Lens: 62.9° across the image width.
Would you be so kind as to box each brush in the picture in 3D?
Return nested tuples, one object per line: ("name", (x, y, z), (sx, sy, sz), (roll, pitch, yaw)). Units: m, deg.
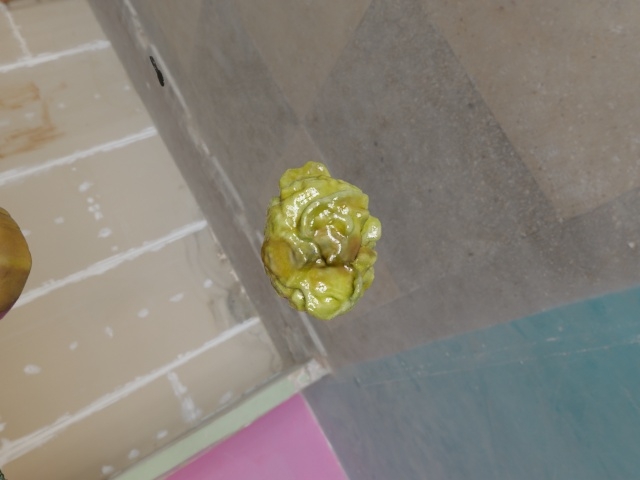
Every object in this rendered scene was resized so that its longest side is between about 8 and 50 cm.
("brush", (-0.338, -0.351, 1.083), (0.083, 0.008, 0.024), (62, 143, 19))

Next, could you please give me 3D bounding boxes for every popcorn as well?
("popcorn", (0.001, 0.004, 0.799), (0.216, 0.181, 0.234), (-93, 4, -70))

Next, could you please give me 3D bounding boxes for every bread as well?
("bread", (-0.533, 0.041, 0.753), (0.236, 0.236, 0.070), (53, -172, 23))

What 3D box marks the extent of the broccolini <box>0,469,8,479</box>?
("broccolini", (-0.885, 0.577, 1.406), (0.042, 0.044, 0.218), (7, 106, 25))
